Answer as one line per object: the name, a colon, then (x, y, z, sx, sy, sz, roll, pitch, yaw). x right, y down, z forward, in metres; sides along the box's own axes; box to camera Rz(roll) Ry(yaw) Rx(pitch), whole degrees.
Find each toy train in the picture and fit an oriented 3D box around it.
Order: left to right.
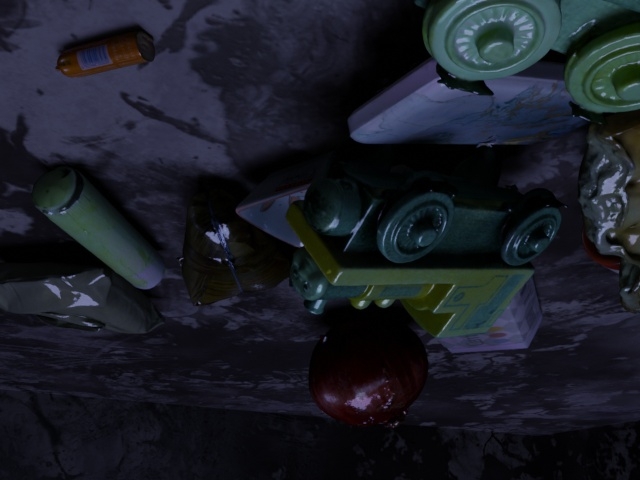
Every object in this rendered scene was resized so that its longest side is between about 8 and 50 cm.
toy train: (0.110, 0.007, 0.716, 0.369, 0.150, 0.237, 3, 128, -39)
toy train: (0.182, -0.198, 0.418, 0.271, 0.159, 0.188, 12, 150, -13)

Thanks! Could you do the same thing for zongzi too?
zongzi: (-0.087, 0.000, 0.942, 0.242, 0.112, 0.221, -10, 153, -19)

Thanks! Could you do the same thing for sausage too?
sausage: (-0.216, -0.180, 0.613, 0.107, 0.031, 0.031, -6, 155, 18)

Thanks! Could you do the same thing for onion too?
onion: (0.106, 0.290, 1.382, 0.276, 0.276, 0.276, 1, 156, 0)

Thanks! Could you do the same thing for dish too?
dish: (0.021, -0.063, 0.821, 0.234, 0.064, 0.154, -14, 152, 32)

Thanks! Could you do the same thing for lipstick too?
lipstick: (-0.321, -0.010, 0.945, 0.076, 0.076, 0.304, -3, 157, 8)

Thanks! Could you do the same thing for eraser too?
eraser: (0.315, 0.133, 1.223, 0.213, 0.082, 0.397, -9, 154, 21)

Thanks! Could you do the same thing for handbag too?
handbag: (-0.462, 0.111, 1.175, 0.253, 0.109, 0.316, 2, 162, 6)

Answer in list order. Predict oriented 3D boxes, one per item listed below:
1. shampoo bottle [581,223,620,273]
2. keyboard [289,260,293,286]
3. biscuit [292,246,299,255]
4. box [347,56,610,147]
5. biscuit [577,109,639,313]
shampoo bottle: (0.511, 0.023, 0.944, 0.278, 0.104, 0.104, 20, 149, -36)
keyboard: (0.102, 0.026, 0.990, 0.309, 0.018, 0.101, -10, 158, -8)
biscuit: (0.000, 0.000, 0.939, 0.078, 0.091, 0.015, 2, 129, 46)
box: (0.172, -0.129, 0.599, 0.285, 0.044, 0.142, -5, 168, -34)
biscuit: (0.414, -0.042, 0.733, 0.329, 0.078, 0.335, 1, 130, -15)
